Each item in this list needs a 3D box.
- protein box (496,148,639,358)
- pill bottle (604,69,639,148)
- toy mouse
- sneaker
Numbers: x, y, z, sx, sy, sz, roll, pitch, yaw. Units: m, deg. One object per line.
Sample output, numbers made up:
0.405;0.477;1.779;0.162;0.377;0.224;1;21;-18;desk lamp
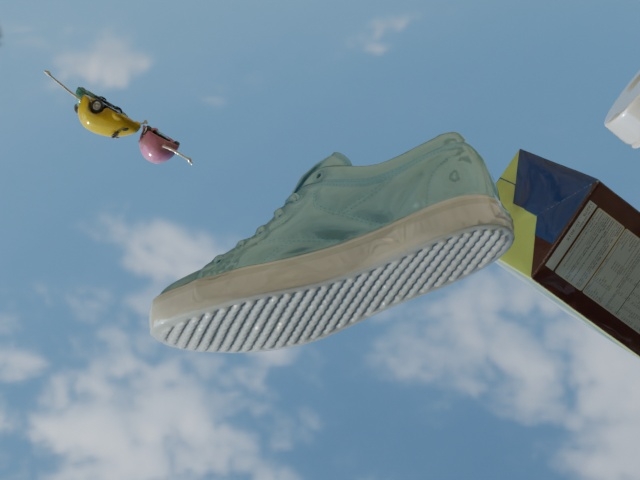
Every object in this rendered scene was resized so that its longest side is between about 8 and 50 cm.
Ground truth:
0.314;0.015;1.483;0.201;0.136;0.200;34;-178;-23;protein box
0.310;-0.061;0.923;0.186;0.112;0.112;38;-146;-2;pill bottle
-0.195;-0.112;1.238;0.161;0.031;0.143;30;-177;0;toy mouse
0.000;0.000;1.217;0.365;0.135;0.150;-18;-122;7;sneaker
